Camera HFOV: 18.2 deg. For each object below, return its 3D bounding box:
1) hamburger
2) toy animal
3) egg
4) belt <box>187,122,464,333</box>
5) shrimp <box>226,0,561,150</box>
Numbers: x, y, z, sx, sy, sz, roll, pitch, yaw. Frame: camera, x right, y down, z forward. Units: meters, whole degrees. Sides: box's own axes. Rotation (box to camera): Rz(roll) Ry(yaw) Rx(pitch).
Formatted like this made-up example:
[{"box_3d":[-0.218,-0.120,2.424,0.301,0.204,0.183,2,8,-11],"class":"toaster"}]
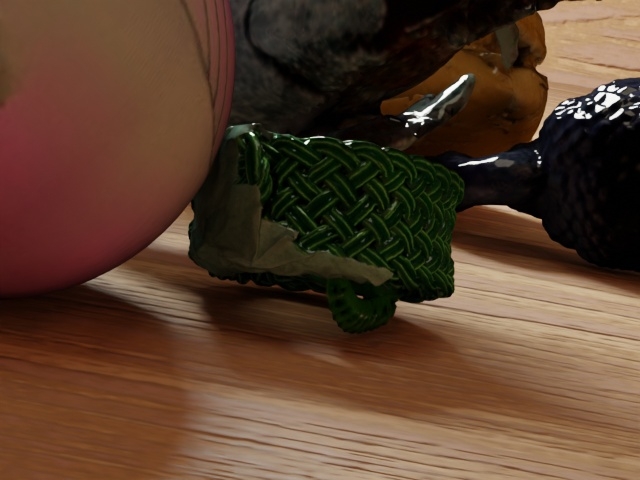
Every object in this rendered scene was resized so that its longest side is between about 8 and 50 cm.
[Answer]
[{"box_3d":[0.048,-0.107,1.315,0.213,0.108,0.214,-6,-10,-1],"class":"hamburger"},{"box_3d":[0.211,-0.039,1.210,0.298,0.122,0.185,6,2,22],"class":"toy animal"},{"box_3d":[-0.125,-0.073,0.807,0.196,0.196,0.271,12,3,9],"class":"egg"},{"box_3d":[0.000,0.000,0.873,0.121,0.079,0.151,7,-7,6],"class":"belt"},{"box_3d":[-0.042,-0.094,1.017,0.410,0.221,0.166,-11,4,20],"class":"shrimp"}]
